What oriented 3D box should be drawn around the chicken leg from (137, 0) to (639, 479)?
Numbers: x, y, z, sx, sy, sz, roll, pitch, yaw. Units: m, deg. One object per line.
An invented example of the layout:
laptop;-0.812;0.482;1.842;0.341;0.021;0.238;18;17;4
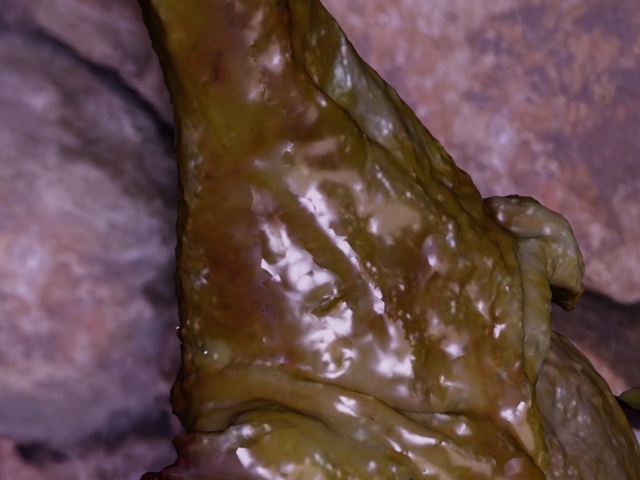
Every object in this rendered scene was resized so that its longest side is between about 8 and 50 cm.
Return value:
chicken leg;-0.007;0.014;0.595;0.361;0.140;0.211;53;45;-26
